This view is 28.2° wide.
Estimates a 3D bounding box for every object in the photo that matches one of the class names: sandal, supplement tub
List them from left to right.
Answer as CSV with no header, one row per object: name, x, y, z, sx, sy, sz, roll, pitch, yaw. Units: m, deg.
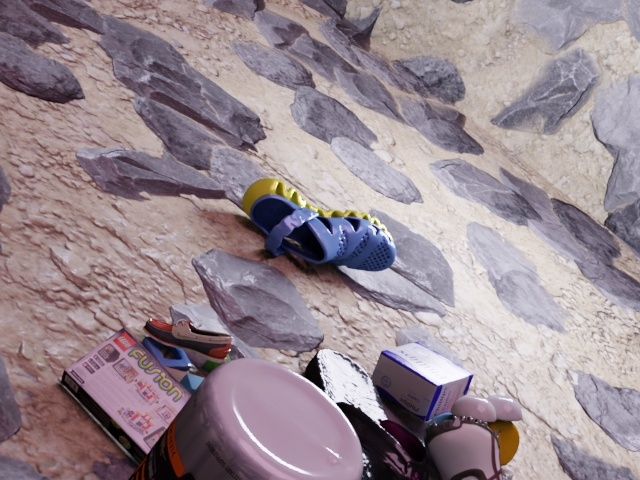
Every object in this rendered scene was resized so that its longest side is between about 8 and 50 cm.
supplement tub,-0.121,0.312,1.430,0.207,0.338,0.207,29,26,-16
sandal,0.000,0.000,2.395,0.317,0.126,0.138,17,34,-20
sandal,0.079,0.303,1.957,0.167,0.107,0.446,25,25,-31

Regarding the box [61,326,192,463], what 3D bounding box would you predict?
box,-0.241,0.224,1.730,0.207,0.036,0.114,43,51,13

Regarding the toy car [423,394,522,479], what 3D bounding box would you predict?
toy car,0.246,0.332,2.129,0.136,0.159,0.182,12,3,43

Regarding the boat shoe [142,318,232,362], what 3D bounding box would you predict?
boat shoe,-0.199,0.141,1.910,0.137,0.043,0.049,20,17,5

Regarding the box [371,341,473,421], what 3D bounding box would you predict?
box,0.175,0.242,2.209,0.126,0.072,0.137,29,20,28

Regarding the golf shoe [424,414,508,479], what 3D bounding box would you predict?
golf shoe,0.242,0.375,1.951,0.120,0.105,0.273,-96,161,-49

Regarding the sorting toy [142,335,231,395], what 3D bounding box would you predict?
sorting toy,-0.152,0.254,1.832,0.196,0.047,0.348,18,31,-35
